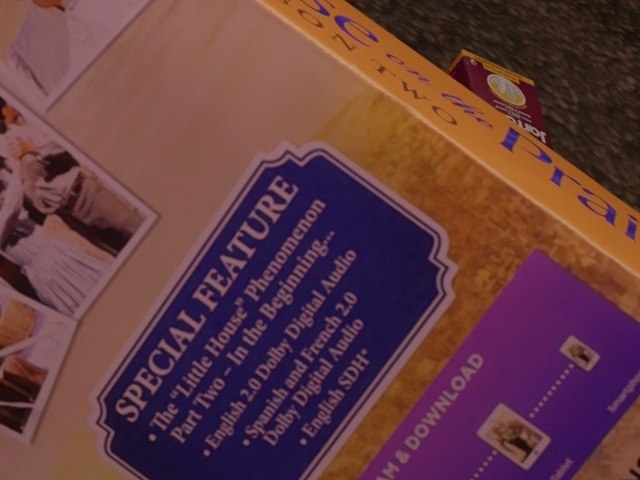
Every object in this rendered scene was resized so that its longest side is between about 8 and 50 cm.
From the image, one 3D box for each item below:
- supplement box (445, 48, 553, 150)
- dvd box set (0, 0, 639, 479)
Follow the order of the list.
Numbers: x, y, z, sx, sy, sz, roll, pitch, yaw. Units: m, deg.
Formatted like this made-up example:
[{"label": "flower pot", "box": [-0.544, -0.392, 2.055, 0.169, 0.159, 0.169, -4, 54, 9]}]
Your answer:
[{"label": "supplement box", "box": [0.100, -0.067, 1.099, 0.055, 0.043, 0.083, 22, 35, -24]}, {"label": "dvd box set", "box": [-0.096, 0.047, 0.521, 0.420, 0.307, 0.062, 35, 19, 1]}]
